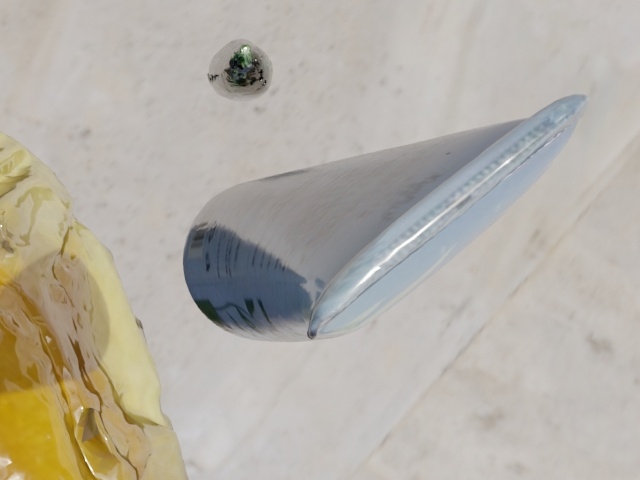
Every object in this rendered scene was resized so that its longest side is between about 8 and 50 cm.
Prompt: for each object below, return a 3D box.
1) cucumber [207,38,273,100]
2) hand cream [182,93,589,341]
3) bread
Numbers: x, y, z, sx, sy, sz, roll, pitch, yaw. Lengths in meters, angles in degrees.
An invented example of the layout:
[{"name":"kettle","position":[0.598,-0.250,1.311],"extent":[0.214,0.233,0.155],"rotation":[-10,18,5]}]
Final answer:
[{"name":"cucumber","position":[-0.044,-0.092,1.009],"extent":[0.036,0.184,0.033],"rotation":[-21,98,0]},{"name":"hand cream","position":[0.000,0.000,0.546],"extent":[0.055,0.088,0.256],"rotation":[55,166,-4]},{"name":"bread","position":[-0.166,0.121,0.827],"extent":[0.236,0.183,0.388],"rotation":[-32,86,28]}]
